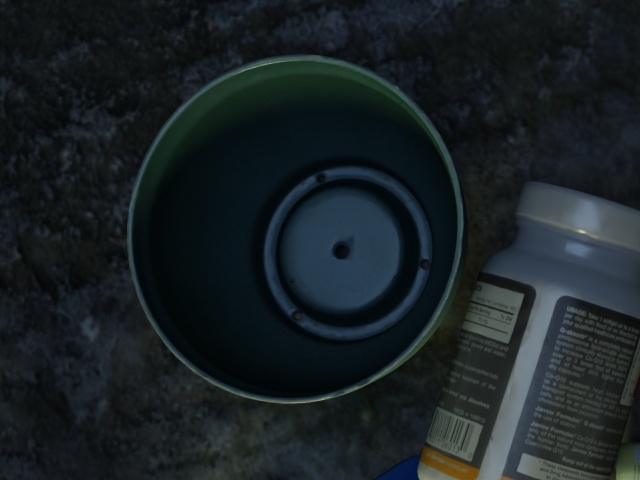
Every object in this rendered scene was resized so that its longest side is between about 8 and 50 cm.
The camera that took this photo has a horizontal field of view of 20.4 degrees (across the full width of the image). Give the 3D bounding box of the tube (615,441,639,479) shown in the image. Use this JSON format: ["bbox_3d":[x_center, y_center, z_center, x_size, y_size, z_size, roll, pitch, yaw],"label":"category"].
[{"bbox_3d":[0.374,0.204,1.511,0.240,0.062,0.070,-3,95,15],"label":"tube"}]

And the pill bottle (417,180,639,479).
[{"bbox_3d":[0.196,0.100,1.519,0.162,0.162,0.278,18,89,17],"label":"pill bottle"}]

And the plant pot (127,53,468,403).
[{"bbox_3d":[0.000,0.000,1.568,0.293,0.196,0.293,-2,83,15],"label":"plant pot"}]

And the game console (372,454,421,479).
[{"bbox_3d":[0.065,0.387,1.594,0.250,0.173,0.293,-30,75,-21],"label":"game console"}]
